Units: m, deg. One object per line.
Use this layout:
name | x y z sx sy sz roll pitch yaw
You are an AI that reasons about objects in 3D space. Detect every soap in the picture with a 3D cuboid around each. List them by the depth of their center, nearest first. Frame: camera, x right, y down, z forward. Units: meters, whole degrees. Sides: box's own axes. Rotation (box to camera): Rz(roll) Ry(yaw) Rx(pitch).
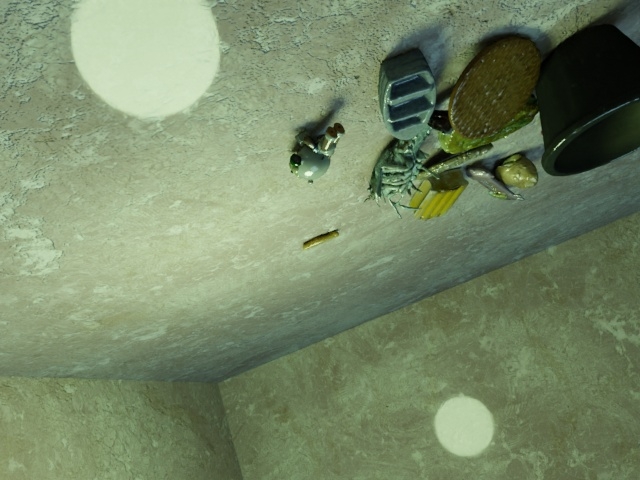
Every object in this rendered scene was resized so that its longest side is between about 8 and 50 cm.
soap | 0.383 -0.144 2.004 0.140 0.073 0.232 -12 159 -14

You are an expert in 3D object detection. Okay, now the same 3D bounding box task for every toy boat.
toy boat | 0.195 -0.318 1.373 0.127 0.078 0.283 -21 160 1

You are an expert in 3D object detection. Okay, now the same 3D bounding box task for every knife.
knife | 0.591 -0.185 2.072 0.132 0.038 0.399 10 175 35

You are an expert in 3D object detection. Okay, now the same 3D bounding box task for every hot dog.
hot dog | -0.001 -0.001 2.091 0.137 0.028 0.044 -21 -174 10

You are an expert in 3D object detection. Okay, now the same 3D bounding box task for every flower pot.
flower pot | 0.666 -0.349 1.469 0.380 0.251 0.379 -18 162 -6

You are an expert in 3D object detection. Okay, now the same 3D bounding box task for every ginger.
ginger | 0.672 -0.214 2.038 0.115 0.122 0.193 -43 163 4

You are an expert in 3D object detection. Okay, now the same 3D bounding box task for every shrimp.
shrimp | 0.233 -0.203 1.617 0.221 0.166 0.410 -30 155 -36

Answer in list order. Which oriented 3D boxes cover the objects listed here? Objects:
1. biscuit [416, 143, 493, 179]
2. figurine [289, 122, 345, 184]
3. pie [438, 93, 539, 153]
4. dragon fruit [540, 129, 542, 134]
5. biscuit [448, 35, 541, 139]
biscuit | 0.389 -0.231 1.778 0.250 0.032 0.133 -22 -179 16
figurine | -0.012 -0.215 1.440 0.147 0.093 0.197 -32 163 -37
pie | 0.444 -0.311 1.620 0.277 0.078 0.277 -15 159 -6
dragon fruit | 0.704 -0.347 1.790 0.126 0.068 0.112 16 125 -38
biscuit | 0.404 -0.355 1.410 0.262 0.037 0.261 -20 138 -20
